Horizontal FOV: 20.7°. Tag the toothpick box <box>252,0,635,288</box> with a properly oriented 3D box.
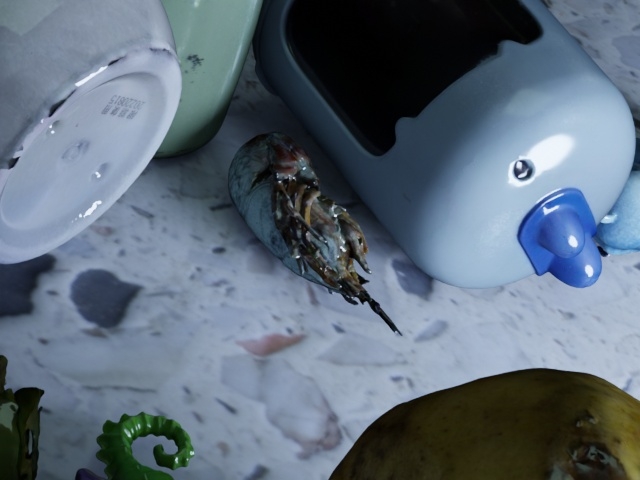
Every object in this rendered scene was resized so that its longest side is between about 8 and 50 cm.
[{"bbox_3d":[0.125,-0.108,1.529,0.263,0.263,0.355,-10,50,-34],"label":"toothpick box"}]

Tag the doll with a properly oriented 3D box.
[{"bbox_3d":[-0.109,0.188,1.204,0.115,0.050,0.190,-6,44,-25],"label":"doll"}]

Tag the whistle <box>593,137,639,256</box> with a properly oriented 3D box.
[{"bbox_3d":[0.351,-0.038,1.654,0.269,0.093,0.180,-11,47,-36],"label":"whistle"}]

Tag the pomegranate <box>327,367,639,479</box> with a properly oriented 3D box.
[{"bbox_3d":[0.131,0.219,1.115,0.281,0.281,0.281,13,39,-11],"label":"pomegranate"}]

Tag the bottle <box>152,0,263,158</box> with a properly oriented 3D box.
[{"bbox_3d":[-0.115,-0.240,1.462,0.168,0.347,0.168,15,39,-12],"label":"bottle"}]

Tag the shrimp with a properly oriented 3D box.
[{"bbox_3d":[0.000,0.000,1.458,0.233,0.079,0.090,50,8,27],"label":"shrimp"}]

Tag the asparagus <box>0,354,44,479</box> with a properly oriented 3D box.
[{"bbox_3d":[-0.368,0.101,1.123,0.381,0.128,0.108,10,65,-13],"label":"asparagus"}]

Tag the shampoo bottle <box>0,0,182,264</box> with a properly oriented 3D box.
[{"bbox_3d":[-0.266,-0.140,1.326,0.266,0.273,0.273,41,42,14],"label":"shampoo bottle"}]
